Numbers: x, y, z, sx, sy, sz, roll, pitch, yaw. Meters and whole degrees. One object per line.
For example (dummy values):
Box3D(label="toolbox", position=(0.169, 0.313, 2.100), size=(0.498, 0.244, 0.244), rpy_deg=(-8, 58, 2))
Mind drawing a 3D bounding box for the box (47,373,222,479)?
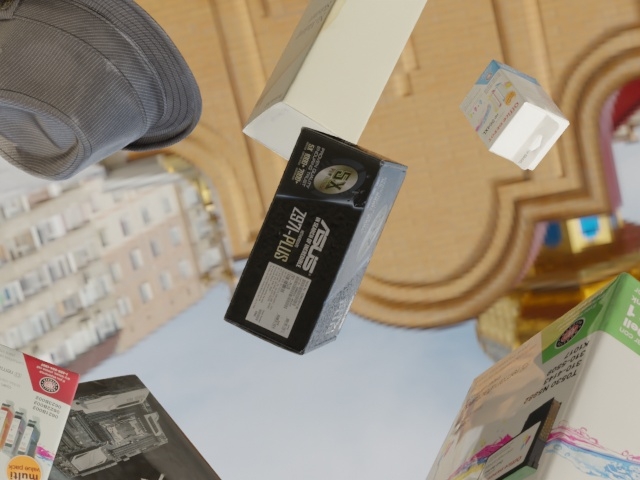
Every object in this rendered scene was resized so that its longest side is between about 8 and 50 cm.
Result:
Box3D(label="box", position=(-0.262, 0.291, 1.505), size=(0.242, 0.077, 0.307), rpy_deg=(-6, -147, -37))

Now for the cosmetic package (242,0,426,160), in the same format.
Box3D(label="cosmetic package", position=(0.033, -0.256, 1.613), size=(0.309, 0.113, 0.160), rpy_deg=(-63, -165, -20))

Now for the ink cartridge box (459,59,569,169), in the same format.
Box3D(label="ink cartridge box", position=(0.283, -0.178, 1.816), size=(0.090, 0.092, 0.143), rpy_deg=(20, -153, -30))

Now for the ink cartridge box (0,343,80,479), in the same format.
Box3D(label="ink cartridge box", position=(-0.335, 0.210, 1.236), size=(0.127, 0.128, 0.176), rpy_deg=(-49, -157, 46))

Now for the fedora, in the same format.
Box3D(label="fedora", position=(-0.268, -0.144, 1.254), size=(0.275, 0.244, 0.124), rpy_deg=(11, -125, 33))

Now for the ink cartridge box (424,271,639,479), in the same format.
Box3D(label="ink cartridge box", position=(0.154, 0.187, 0.867), size=(0.201, 0.117, 0.278), rpy_deg=(-46, -172, 49))

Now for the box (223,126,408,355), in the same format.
Box3D(label="box", position=(0.000, 0.000, 1.106), size=(0.077, 0.180, 0.147), rpy_deg=(24, -175, 11))
